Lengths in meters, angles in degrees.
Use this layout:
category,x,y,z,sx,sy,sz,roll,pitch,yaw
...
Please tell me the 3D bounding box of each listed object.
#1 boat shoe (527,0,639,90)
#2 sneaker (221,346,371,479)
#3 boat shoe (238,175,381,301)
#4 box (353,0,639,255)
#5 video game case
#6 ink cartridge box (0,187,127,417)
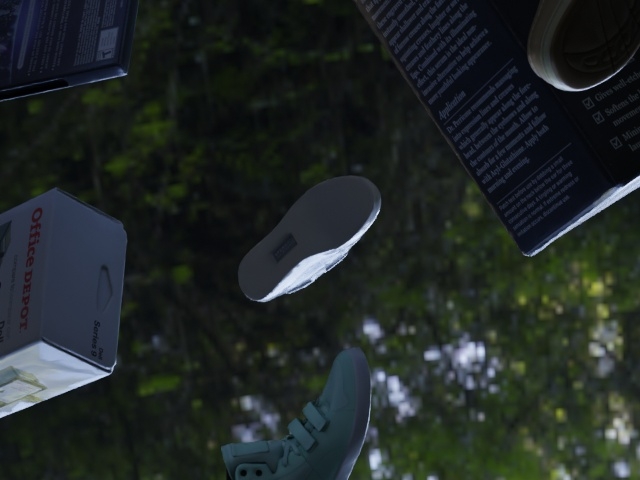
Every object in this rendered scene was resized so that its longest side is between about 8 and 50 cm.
category,x,y,z,sx,sy,sz,roll,pitch,yaw
boat shoe,0.245,-0.243,1.574,0.098,0.109,0.302,5,-133,34
sneaker,-0.035,0.240,2.115,0.151,0.256,0.094,16,-175,-16
boat shoe,0.000,0.000,1.650,0.063,0.184,0.066,-6,-123,-51
box,0.261,-0.237,1.911,0.293,0.395,0.212,-29,172,-31
video game case,-0.341,-0.249,2.050,0.274,0.026,0.196,-10,-127,19
ink cartridge box,-0.381,0.088,2.102,0.289,0.121,0.211,-23,-128,33
